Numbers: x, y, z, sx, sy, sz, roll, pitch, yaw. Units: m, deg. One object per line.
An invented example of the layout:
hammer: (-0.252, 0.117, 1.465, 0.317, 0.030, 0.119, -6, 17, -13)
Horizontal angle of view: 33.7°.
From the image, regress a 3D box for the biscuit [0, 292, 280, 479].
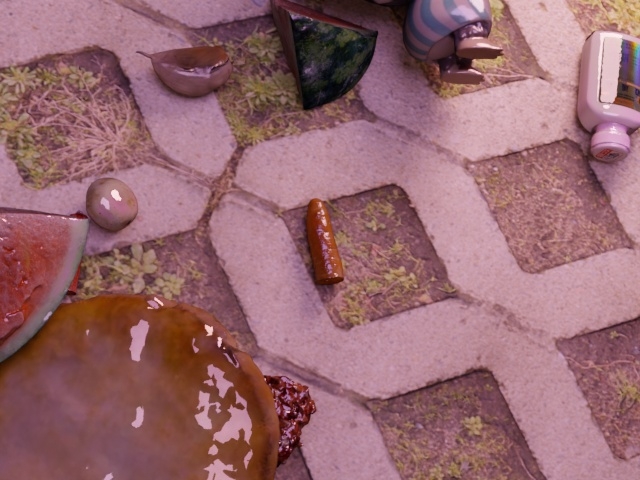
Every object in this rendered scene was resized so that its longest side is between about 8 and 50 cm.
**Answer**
biscuit: (-0.271, 0.287, 1.391, 0.429, 0.104, 0.446, 13, 78, 12)

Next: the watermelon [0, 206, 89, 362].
watermelon: (-0.516, 0.058, 1.411, 0.319, 0.292, 0.222, -1, 90, -43)

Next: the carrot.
carrot: (0.000, 0.000, 1.627, 0.048, 0.048, 0.139, -8, 72, -15)

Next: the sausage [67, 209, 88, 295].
sausage: (-0.363, 0.015, 1.544, 0.034, 0.034, 0.129, 9, 70, -10)

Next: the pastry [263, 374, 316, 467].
pastry: (-0.098, 0.280, 1.483, 0.115, 0.097, 0.208, 44, 69, -18)

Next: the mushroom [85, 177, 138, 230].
mushroom: (-0.311, -0.052, 1.558, 0.067, 0.083, 0.084, -29, 77, 26)

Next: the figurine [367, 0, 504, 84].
figurine: (0.075, -0.434, 1.689, 0.377, 0.266, 0.361, -4, 75, -6)

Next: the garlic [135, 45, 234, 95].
garlic: (-0.206, -0.264, 1.659, 0.152, 0.066, 0.084, -12, 48, -20)

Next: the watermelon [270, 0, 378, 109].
watermelon: (0.008, -0.341, 1.702, 0.207, 0.136, 0.202, -31, 87, -35)

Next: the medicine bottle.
medicine bottle: (0.500, -0.244, 1.800, 0.115, 0.078, 0.219, 13, 70, -10)
